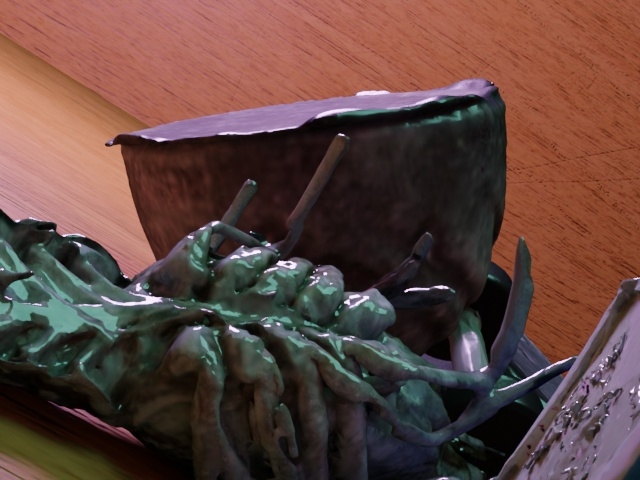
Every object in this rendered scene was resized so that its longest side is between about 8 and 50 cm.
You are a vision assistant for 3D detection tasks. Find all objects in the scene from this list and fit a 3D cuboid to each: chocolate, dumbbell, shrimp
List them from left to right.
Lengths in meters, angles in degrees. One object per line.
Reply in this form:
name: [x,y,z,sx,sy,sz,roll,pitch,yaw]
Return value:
shrimp: [-0.041,0.045,0.553,0.410,0.166,0.221,17,44,-24]
chocolate: [0.000,0.000,0.896,0.303,0.213,0.303,-9,10,1]
dumbbell: [0.121,0.101,0.957,0.100,0.100,0.191,31,30,-21]

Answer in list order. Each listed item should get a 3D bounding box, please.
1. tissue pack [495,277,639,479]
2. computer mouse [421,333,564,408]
tissue pack: [0.184,0.163,0.428,0.263,0.198,0.146,32,5,0]
computer mouse: [0.157,0.143,1.145,0.203,0.114,0.374,33,12,-36]
